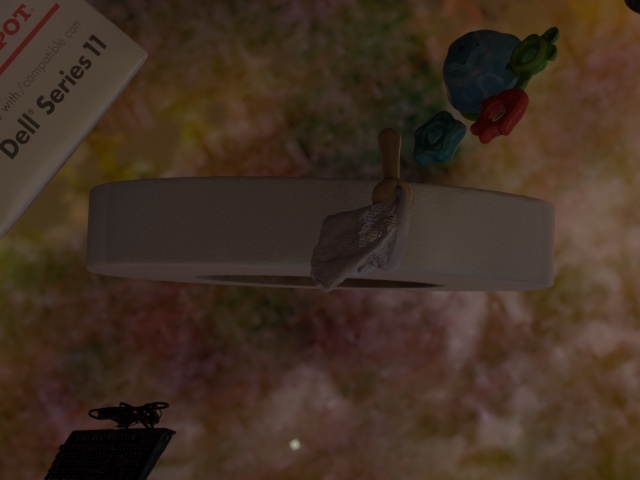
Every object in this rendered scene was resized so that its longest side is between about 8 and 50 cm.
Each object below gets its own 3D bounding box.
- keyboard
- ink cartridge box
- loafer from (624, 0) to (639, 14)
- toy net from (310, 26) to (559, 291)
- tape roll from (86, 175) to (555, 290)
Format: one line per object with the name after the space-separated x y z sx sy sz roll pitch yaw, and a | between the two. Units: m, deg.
-0.199 0.184 1.674 0.192 0.038 0.100 -10 -136 55 | keyboard
-0.249 -0.069 1.320 0.207 0.119 0.353 -54 -171 -22 | ink cartridge box
0.383 -0.205 1.518 0.302 0.109 0.095 10 134 -24 | loafer
0.082 -0.050 1.279 0.122 0.045 0.232 22 -105 53 | toy net
0.000 0.000 1.530 0.392 0.072 0.392 2 176 0 | tape roll
